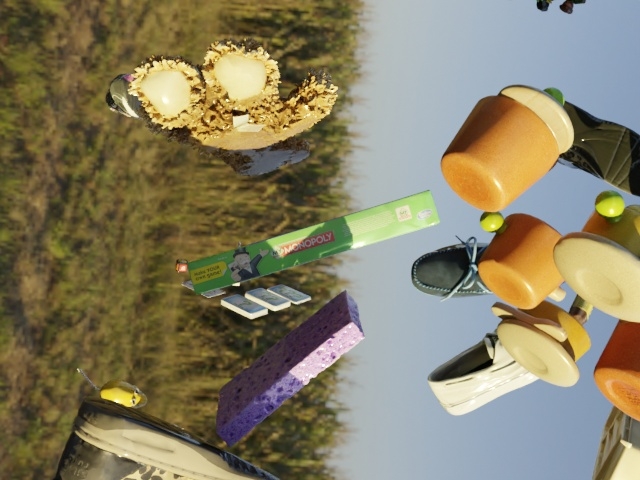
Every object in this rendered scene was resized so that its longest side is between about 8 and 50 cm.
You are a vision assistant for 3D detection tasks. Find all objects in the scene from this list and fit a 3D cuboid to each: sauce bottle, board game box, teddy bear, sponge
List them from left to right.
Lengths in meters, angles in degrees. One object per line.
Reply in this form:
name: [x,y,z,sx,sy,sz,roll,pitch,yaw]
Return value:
teddy bear: [-0.112,-0.179,1.083,0.338,0.245,0.113,10,62,-63]
sponge: [-0.038,0.150,1.027,0.031,0.210,0.117,49,7,-13]
board game box: [0.000,0.000,1.146,0.213,0.317,0.046,-11,85,-84]
sauce bottle: [0.515,0.142,1.689,0.128,0.042,0.042,-55,169,-23]

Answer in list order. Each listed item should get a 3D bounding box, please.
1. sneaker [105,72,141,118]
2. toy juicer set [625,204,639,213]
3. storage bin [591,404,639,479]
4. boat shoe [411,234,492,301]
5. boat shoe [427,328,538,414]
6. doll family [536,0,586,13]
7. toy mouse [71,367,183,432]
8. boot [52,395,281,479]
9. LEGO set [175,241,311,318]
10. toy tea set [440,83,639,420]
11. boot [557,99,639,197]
sneaker: [-0.324,-0.233,1.413,0.178,0.077,0.072,50,42,-85]
toy juicer set: [0.512,-0.021,1.177,0.329,0.209,0.089,-33,-139,48]
storage bin: [0.535,0.324,1.197,0.260,0.262,0.123,-35,143,-62]
boat shoe: [0.272,0.035,1.358,0.089,0.258,0.109,54,27,-79]
boat shoe: [0.304,0.191,1.428,0.088,0.267,0.096,52,17,-24]
doll family: [0.410,-0.478,1.568,0.193,0.076,0.111,54,-49,52]
toy mouse: [-0.267,0.255,1.113,0.031,0.161,0.143,119,-12,-65]
boot: [-0.150,0.359,0.890,0.138,0.377,0.284,8,-114,54]
LEGO set: [-0.161,0.069,1.640,0.182,0.244,0.060,-13,119,-52]
toy tea set: [0.224,0.010,0.685,0.124,0.200,0.336,-47,135,-18]
boot: [0.447,-0.142,1.372,0.085,0.236,0.178,-57,163,6]
